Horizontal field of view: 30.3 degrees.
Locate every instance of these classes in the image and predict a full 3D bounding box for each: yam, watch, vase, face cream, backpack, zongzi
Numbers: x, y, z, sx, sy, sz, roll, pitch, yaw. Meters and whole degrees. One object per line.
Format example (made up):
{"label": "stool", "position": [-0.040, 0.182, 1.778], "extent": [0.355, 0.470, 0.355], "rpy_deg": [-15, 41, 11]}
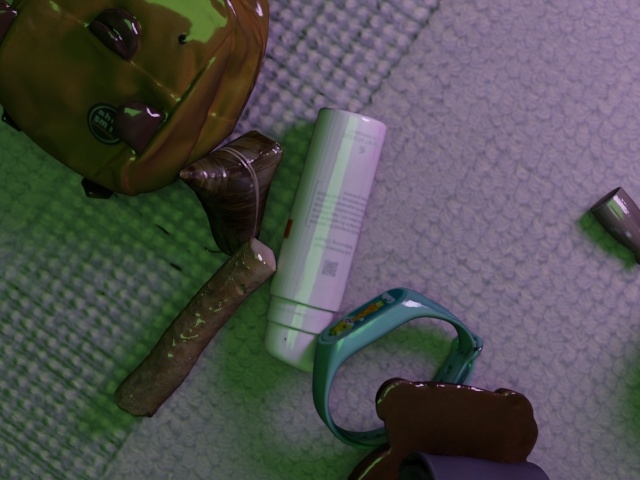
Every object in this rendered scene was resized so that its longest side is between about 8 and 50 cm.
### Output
{"label": "yam", "position": [-0.165, 0.116, 1.579], "extent": [0.066, 0.066, 0.299], "rpy_deg": [40, 103, 3]}
{"label": "watch", "position": [0.100, 0.168, 1.558], "extent": [0.237, 0.068, 0.195], "rpy_deg": [-33, 110, -9]}
{"label": "watch", "position": [0.164, 0.364, 1.412], "extent": [0.314, 0.327, 0.335], "rpy_deg": [9, 100, -13]}
{"label": "vase", "position": [0.413, -0.018, 1.584], "extent": [0.053, 0.053, 0.100], "rpy_deg": [-39, 93, 2]}
{"label": "face cream", "position": [0.000, 0.000, 1.580], "extent": [0.102, 0.102, 0.345], "rpy_deg": [16, 89, 3]}
{"label": "backpack", "position": [-0.252, -0.252, 1.518], "extent": [0.353, 0.201, 0.378], "rpy_deg": [35, 114, 1]}
{"label": "zongzi", "position": [-0.137, -0.037, 1.531], "extent": [0.084, 0.184, 0.187], "rpy_deg": [28, 124, 24]}
